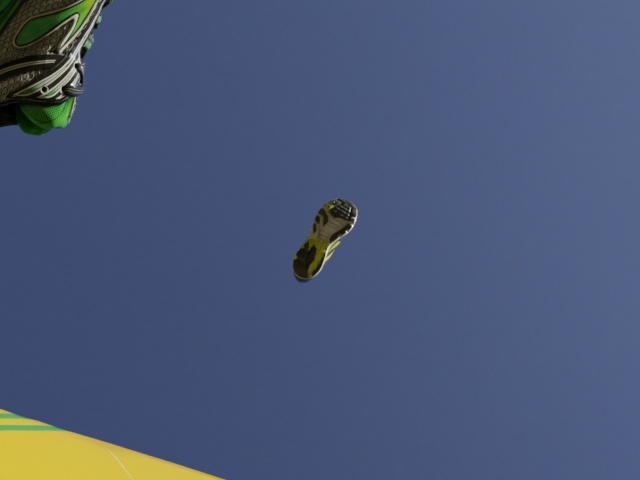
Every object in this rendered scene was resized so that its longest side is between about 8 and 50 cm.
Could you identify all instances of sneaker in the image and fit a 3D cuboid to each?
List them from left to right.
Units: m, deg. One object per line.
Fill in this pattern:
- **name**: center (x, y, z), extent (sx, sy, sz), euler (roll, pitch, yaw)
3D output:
- **sneaker**: center (-0.228, -0.168, 1.274), extent (0.343, 0.134, 0.146), euler (-42, -88, -16)
- **sneaker**: center (0.000, 0.000, 1.295), extent (0.031, 0.035, 0.083), euler (36, -111, 2)

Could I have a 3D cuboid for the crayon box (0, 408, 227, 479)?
- **crayon box**: center (-0.057, 0.169, 0.372), extent (0.106, 0.313, 0.363), euler (-57, -140, 11)
